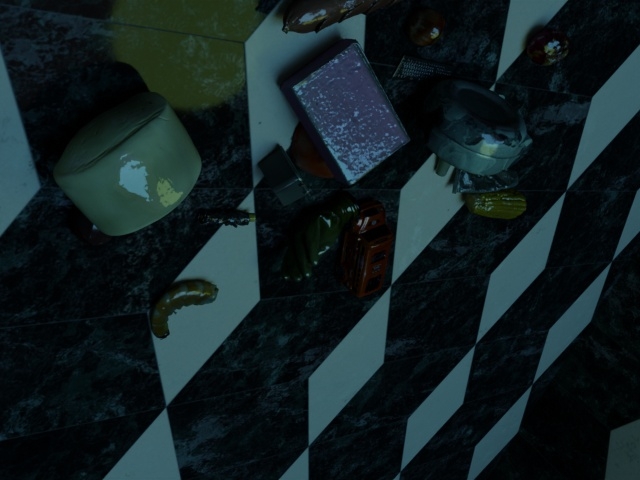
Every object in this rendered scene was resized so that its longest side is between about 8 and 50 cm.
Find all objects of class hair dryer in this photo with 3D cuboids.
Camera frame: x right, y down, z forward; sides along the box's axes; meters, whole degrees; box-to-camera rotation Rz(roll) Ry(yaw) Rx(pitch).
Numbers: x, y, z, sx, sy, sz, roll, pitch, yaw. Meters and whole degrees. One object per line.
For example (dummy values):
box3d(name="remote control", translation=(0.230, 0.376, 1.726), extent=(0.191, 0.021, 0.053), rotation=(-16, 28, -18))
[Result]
box3d(name="hair dryer", translation=(0.374, -0.254, 2.265), extent=(0.199, 0.067, 0.167), rotation=(-27, 152, -47))

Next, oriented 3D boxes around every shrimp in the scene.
box3d(name="shrimp", translation=(-0.318, 0.165, 1.975), extent=(0.161, 0.049, 0.166), rotation=(-4, 129, -40))

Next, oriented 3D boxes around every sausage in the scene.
box3d(name="sausage", translation=(0.099, -0.500, 1.706), extent=(0.433, 0.088, 0.088), rotation=(-26, 140, -26))

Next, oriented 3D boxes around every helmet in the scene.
box3d(name="helmet", translation=(-0.426, -0.042, 1.640), extent=(0.098, 0.070, 0.123), rotation=(18, 112, -51))

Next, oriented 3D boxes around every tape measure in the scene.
box3d(name="tape measure", translation=(0.366, -0.268, 2.039), extent=(0.275, 0.256, 0.147), rotation=(6, 129, -27))

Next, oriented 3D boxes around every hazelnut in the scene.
box3d(name="hazelnut", translation=(0.232, -0.471, 1.874), extent=(0.086, 0.086, 0.086), rotation=(-27, 140, -24))

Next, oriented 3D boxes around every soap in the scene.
box3d(name="soap", translation=(0.055, -0.270, 1.797), extent=(0.181, 0.081, 0.259), rotation=(-39, 118, -11))

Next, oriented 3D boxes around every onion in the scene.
box3d(name="onion", translation=(0.584, -0.500, 2.183), extent=(0.107, 0.097, 0.107), rotation=(-7, 153, -4))

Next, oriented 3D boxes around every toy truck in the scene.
box3d(name="toy truck", translation=(0.120, 0.022, 2.210), extent=(0.107, 0.114, 0.252), rotation=(-20, 138, -29))

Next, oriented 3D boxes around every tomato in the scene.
box3d(name="tomato", translation=(0.041, -0.226, 1.918), extent=(0.225, 0.085, 0.225), rotation=(-25, 141, -22))

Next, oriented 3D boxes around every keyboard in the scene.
box3d(name="keyboard", translation=(0.247, -0.400, 2.011), extent=(0.198, 0.010, 0.063), rotation=(-1, 127, -44))

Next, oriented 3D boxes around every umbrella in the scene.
box3d(name="umbrella", translation=(-0.206, -0.049, 1.881), extent=(0.144, 0.037, 0.040), rotation=(-1, 112, -41))

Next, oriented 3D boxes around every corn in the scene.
box3d(name="corn", translation=(0.517, -0.112, 2.493), extent=(0.262, 0.097, 0.097), rotation=(2, 123, -45))

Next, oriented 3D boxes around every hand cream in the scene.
box3d(name="hand cream", translation=(0.473, -0.174, 2.402), extent=(0.248, 0.052, 0.075), rotation=(-4, 86, -37))

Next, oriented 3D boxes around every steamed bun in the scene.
box3d(name="steamed bun", translation=(-0.337, -0.136, 1.535), extent=(0.250, 0.155, 0.200), rotation=(-47, 136, -22))

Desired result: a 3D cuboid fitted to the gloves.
box3d(name="gloves", translation=(-0.008, -0.010, 2.063), extent=(0.268, 0.107, 0.135), rotation=(-53, 156, -20))

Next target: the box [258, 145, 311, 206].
box3d(name="box", translation=(-0.081, -0.137, 1.856), extent=(0.069, 0.122, 0.084), rotation=(-31, 142, 0))
